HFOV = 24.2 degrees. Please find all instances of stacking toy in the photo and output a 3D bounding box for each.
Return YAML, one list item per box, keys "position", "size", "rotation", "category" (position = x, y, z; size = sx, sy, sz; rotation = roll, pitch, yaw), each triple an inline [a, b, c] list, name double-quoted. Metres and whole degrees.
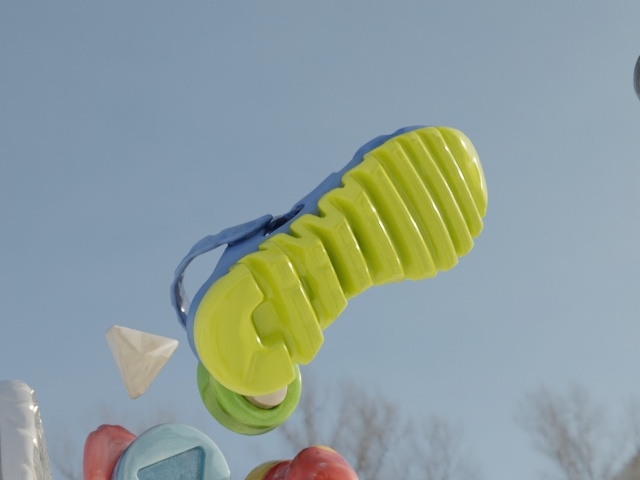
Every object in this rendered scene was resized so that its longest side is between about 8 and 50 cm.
- position: [-0.100, 0.212, 1.668]
  size: [0.309, 0.280, 0.130]
  rotation: [6, -22, -32]
  category: "stacking toy"

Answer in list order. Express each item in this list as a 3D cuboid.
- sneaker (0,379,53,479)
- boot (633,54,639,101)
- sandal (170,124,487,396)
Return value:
- position: [-0.189, 0.114, 0.667]
  size: [0.115, 0.281, 0.105]
  rotation: [-14, -76, -25]
  category: "sneaker"
- position: [0.347, -0.098, 1.023]
  size: [0.263, 0.229, 0.091]
  rotation: [-6, -77, -1]
  category: "boot"
- position: [0.000, 0.000, 1.178]
  size: [0.317, 0.138, 0.126]
  rotation: [-30, -69, -31]
  category: "sandal"
